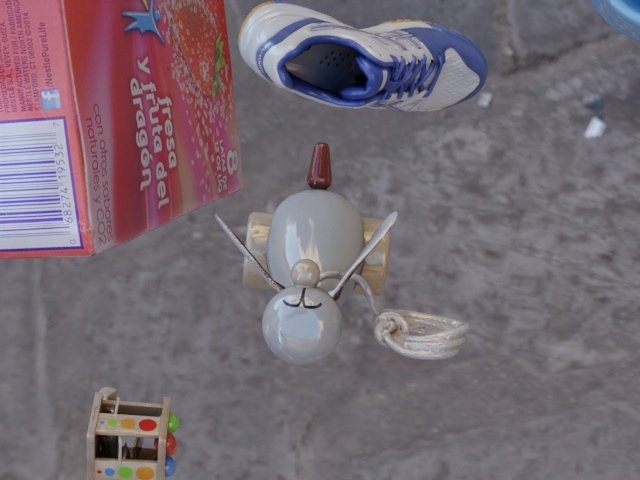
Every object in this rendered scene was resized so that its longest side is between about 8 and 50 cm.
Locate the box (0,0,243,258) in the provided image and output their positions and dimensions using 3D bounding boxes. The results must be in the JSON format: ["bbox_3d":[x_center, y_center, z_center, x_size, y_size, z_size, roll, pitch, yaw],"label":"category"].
[{"bbox_3d":[-0.137,-0.149,0.537,0.154,0.142,0.300,-3,100,19],"label":"box"}]

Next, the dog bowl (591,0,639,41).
[{"bbox_3d":[0.386,-0.247,1.308,0.297,0.074,0.166,17,102,13],"label":"dog bowl"}]

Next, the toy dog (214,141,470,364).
[{"bbox_3d":[0.000,0.000,1.389,0.333,0.220,0.161,-145,54,-67],"label":"toy dog"}]

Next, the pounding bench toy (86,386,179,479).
[{"bbox_3d":[-0.140,0.143,1.076,0.083,0.065,0.052,-92,6,-57],"label":"pounding bench toy"}]

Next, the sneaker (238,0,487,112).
[{"bbox_3d":[0.059,-0.179,1.552,0.131,0.296,0.112,-123,41,-57],"label":"sneaker"}]
